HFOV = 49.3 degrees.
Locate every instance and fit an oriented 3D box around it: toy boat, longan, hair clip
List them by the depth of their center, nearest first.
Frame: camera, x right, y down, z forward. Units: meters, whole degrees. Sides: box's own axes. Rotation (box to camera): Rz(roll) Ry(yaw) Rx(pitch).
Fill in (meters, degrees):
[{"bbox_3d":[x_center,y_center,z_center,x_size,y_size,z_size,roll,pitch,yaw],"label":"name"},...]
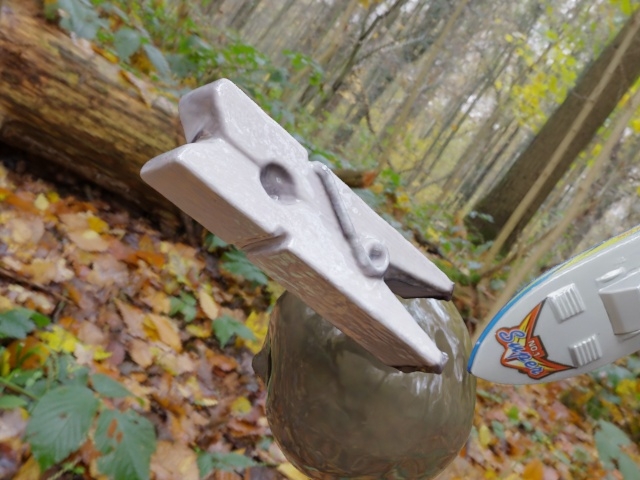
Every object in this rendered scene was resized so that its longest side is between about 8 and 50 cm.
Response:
[{"bbox_3d":[0.003,0.000,0.606,0.085,0.101,0.331,-3,-35,47],"label":"hair clip"},{"bbox_3d":[0.294,0.080,0.762,0.129,0.295,0.088,64,-1,-14],"label":"toy boat"},{"bbox_3d":[0.055,0.161,0.874,0.297,0.297,0.297,34,6,-4],"label":"longan"}]
